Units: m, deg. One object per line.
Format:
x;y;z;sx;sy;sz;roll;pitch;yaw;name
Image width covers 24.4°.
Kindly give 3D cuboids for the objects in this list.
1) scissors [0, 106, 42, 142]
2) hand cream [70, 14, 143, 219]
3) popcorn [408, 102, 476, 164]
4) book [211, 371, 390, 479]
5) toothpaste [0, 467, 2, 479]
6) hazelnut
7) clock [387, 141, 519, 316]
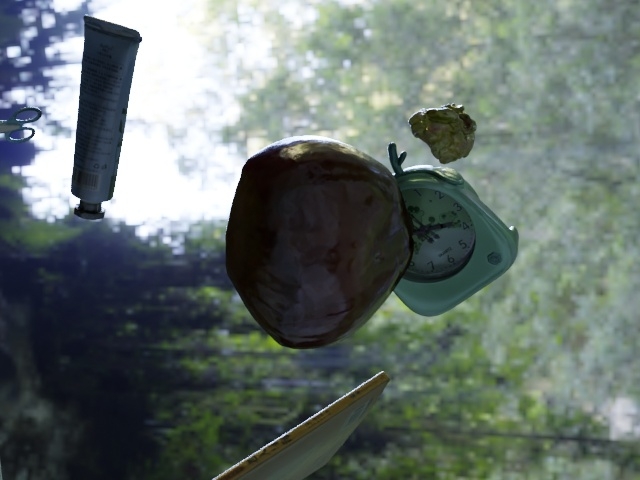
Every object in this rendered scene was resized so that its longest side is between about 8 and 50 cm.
-0.383;-0.132;1.720;0.119;0.058;0.014;-7;-127;-36;scissors
-0.273;-0.148;1.835;0.055;0.088;0.256;-26;-49;-54;hand cream
0.198;-0.169;2.332;0.109;0.089;0.097;39;-159;-36;popcorn
-0.084;0.332;2.044;0.389;0.269;0.032;-27;-110;-40;book
-0.380;0.310;1.658;0.058;0.056;0.314;83;174;-66;toothpaste
0.000;0.000;1.633;0.217;0.217;0.251;-60;-27;-44;hazelnut
0.124;-0.022;1.761;0.211;0.159;0.066;50;-156;-13;clock
